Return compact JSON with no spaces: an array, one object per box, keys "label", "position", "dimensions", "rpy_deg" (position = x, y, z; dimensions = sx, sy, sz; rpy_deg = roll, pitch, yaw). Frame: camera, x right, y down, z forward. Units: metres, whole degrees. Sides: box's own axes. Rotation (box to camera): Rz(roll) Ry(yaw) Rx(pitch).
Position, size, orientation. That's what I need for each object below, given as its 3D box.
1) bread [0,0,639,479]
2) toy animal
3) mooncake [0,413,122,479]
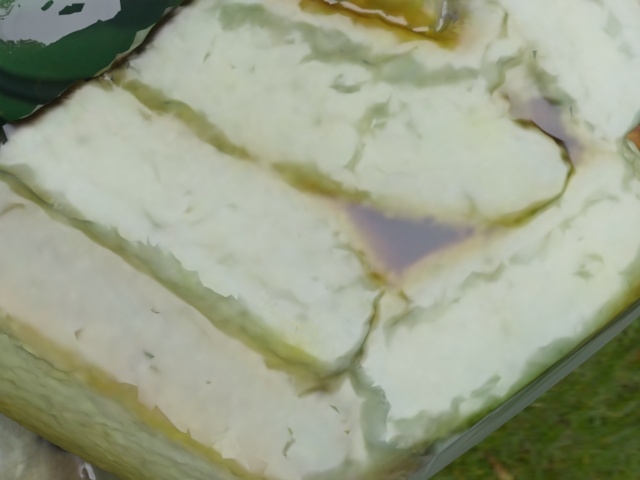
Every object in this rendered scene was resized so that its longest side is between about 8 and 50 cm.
[{"label":"bread","position":[-0.004,0.009,0.922],"dimensions":[0.395,0.239,0.264],"rpy_deg":[-37,91,-6]},{"label":"toy animal","position":[-0.181,-0.126,1.187],"dimensions":[0.191,0.338,0.216],"rpy_deg":[-17,86,-17]},{"label":"mooncake","position":[-0.214,0.103,1.285],"dimensions":[0.136,0.254,0.250],"rpy_deg":[-13,125,7]}]
